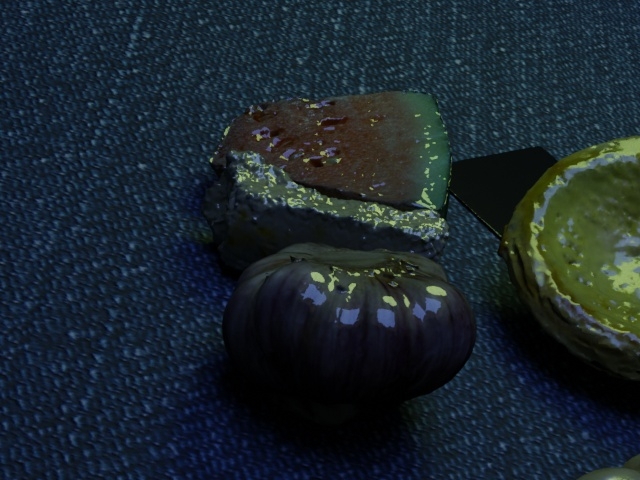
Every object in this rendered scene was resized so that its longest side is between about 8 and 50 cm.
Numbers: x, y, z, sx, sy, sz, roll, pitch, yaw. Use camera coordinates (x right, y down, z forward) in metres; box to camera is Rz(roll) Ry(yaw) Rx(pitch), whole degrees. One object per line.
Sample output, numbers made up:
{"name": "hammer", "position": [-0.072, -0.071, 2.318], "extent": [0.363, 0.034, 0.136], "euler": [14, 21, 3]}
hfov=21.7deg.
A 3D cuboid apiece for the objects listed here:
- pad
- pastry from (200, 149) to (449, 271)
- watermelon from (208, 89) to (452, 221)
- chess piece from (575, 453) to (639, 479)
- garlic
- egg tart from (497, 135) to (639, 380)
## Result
{"name": "pad", "position": [0.284, -0.012, 1.944], "extent": [0.202, 0.005, 0.300], "euler": [-12, 45, -39]}
{"name": "pastry", "position": [0.004, -0.005, 1.676], "extent": [0.259, 0.121, 0.089], "euler": [20, 14, -1]}
{"name": "watermelon", "position": [0.010, -0.071, 1.795], "extent": [0.257, 0.139, 0.193], "euler": [8, 38, -1]}
{"name": "chess piece", "position": [0.330, 0.237, 1.502], "extent": [0.261, 0.142, 0.142], "euler": [-8, 42, -31]}
{"name": "garlic", "position": [0.028, 0.090, 1.532], "extent": [0.245, 0.160, 0.245], "euler": [2, 6, 0]}
{"name": "egg tart", "position": [0.342, 0.032, 1.759], "extent": [0.315, 0.120, 0.315], "euler": [0, 54, 0]}
